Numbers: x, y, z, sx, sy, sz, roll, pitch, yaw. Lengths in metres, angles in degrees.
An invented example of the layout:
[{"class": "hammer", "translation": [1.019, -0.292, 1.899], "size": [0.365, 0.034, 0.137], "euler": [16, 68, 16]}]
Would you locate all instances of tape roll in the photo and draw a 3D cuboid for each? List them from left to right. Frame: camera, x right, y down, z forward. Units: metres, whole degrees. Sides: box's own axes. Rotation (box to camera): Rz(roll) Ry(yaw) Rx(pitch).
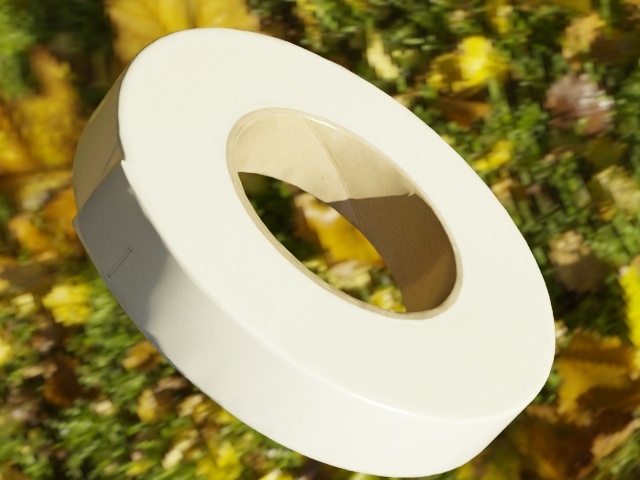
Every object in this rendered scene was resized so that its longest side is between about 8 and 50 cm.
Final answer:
[{"class": "tape roll", "translation": [0.000, 0.000, 1.434], "size": [0.392, 0.392, 0.072], "euler": [47, 122, 10]}]
